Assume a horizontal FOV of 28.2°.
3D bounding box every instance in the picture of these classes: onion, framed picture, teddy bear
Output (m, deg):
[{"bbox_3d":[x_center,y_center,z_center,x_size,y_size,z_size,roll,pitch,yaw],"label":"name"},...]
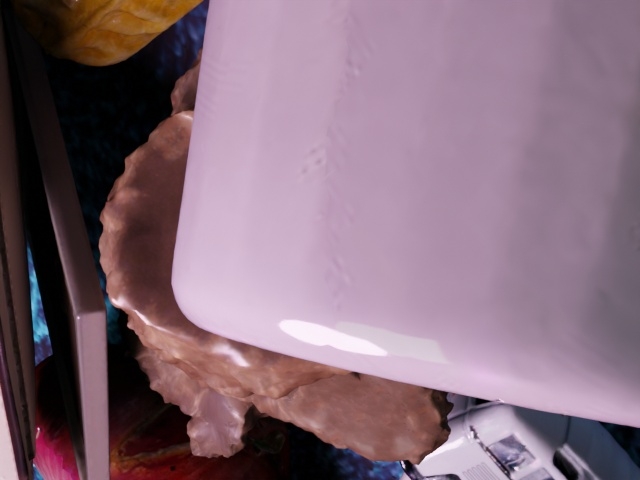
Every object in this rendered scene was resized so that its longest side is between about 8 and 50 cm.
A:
[{"bbox_3d":[-0.110,0.173,0.897,0.248,0.161,0.248,32,136,37],"label":"onion"},{"bbox_3d":[-0.157,0.013,0.762,0.192,0.018,0.265,98,156,-44],"label":"framed picture"},{"bbox_3d":[0.009,-0.005,0.652,0.296,0.222,0.246,-30,84,11],"label":"teddy bear"}]

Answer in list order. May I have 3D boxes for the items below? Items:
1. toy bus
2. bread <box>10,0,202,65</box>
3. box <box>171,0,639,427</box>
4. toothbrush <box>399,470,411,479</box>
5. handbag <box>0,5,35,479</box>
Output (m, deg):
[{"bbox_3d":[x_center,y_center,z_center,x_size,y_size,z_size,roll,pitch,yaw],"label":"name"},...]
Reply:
[{"bbox_3d":[0.131,0.142,0.713,0.089,0.087,0.194,-30,112,32],"label":"toy bus"},{"bbox_3d":[-0.044,-0.175,0.585,0.084,0.077,0.367,52,140,-9],"label":"bread"},{"bbox_3d":[0.036,-0.061,0.400,0.291,0.206,0.262,10,176,14],"label":"box"},{"bbox_3d":[0.087,0.096,0.768,0.026,0.022,0.263,22,138,3],"label":"toothbrush"},{"bbox_3d":[-0.249,-0.038,0.727,0.160,0.237,0.358,-2,122,-6],"label":"handbag"}]
